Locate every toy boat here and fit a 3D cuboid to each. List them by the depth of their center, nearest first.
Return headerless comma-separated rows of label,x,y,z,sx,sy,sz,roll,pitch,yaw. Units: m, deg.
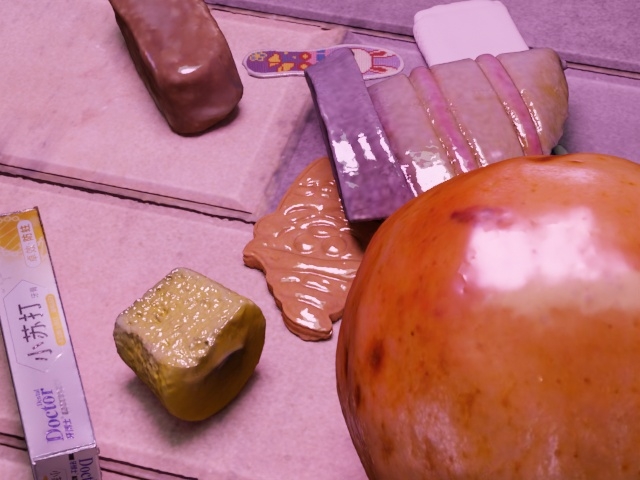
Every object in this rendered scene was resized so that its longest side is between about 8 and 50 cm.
toy boat,0.119,-0.118,1.422,0.293,0.111,0.276,-2,47,9

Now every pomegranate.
pomegranate,0.198,0.133,1.102,0.410,0.410,0.410,-1,48,1

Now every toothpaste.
toothpaste,-0.274,0.106,1.301,0.071,0.089,0.313,-11,48,-14

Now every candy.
candy,-0.172,-0.233,1.588,0.102,0.104,0.234,-24,51,-12

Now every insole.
insole,0.003,-0.216,1.630,0.197,0.004,0.065,1,49,3

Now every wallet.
wallet,0.187,-0.221,1.610,0.124,0.032,0.183,-12,47,-8

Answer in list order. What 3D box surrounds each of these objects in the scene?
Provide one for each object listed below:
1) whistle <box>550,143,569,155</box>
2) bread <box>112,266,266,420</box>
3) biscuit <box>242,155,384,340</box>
whistle,0.228,-0.070,1.449,0.114,0.077,0.236,-9,42,-20
bread,-0.121,0.101,1.284,0.129,0.111,0.114,-38,53,-25
biscuit,0.000,0.000,1.424,0.162,0.035,0.250,3,47,0
